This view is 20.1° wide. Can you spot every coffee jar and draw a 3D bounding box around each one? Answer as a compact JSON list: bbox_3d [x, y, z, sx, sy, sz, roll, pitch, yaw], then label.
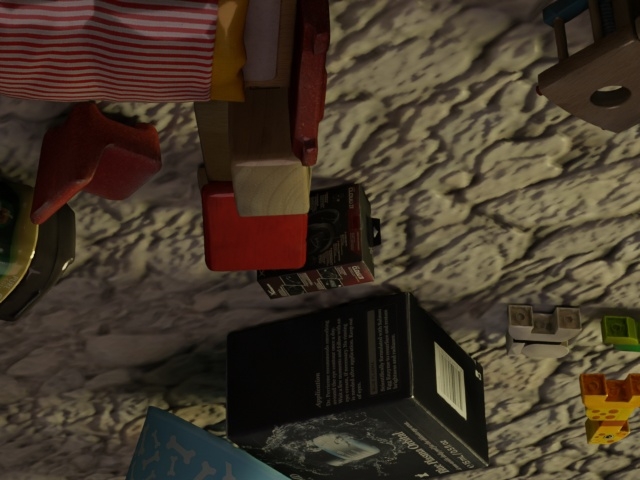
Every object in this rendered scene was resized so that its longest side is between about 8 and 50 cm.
[{"bbox_3d":[-0.255,-0.008,1.170,0.184,0.079,0.096,19,141,-31],"label":"coffee jar"}]

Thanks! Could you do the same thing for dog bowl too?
[{"bbox_3d":[-0.070,0.226,1.496,0.166,0.074,0.297,26,167,19],"label":"dog bowl"}]

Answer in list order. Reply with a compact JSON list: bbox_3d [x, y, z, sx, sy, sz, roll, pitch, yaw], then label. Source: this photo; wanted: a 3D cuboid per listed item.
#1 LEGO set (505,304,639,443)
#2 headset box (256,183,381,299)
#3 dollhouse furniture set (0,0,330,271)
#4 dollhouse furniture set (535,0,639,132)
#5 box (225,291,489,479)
[{"bbox_3d":[0.249,0.112,1.407,0.227,0.087,0.093,4,149,-8],"label":"LEGO set"},{"bbox_3d":[0.000,0.000,1.218,0.083,0.062,0.032,-10,150,13],"label":"headset box"},{"bbox_3d":[-0.099,-0.068,1.002,0.201,0.152,0.374,-1,150,-2],"label":"dollhouse furniture set"},{"bbox_3d":[0.125,-0.160,0.878,0.184,0.129,0.129,22,142,-37],"label":"dollhouse furniture set"},{"bbox_3d":[0.030,0.126,1.411,0.158,0.093,0.156,-14,148,23],"label":"box"}]
